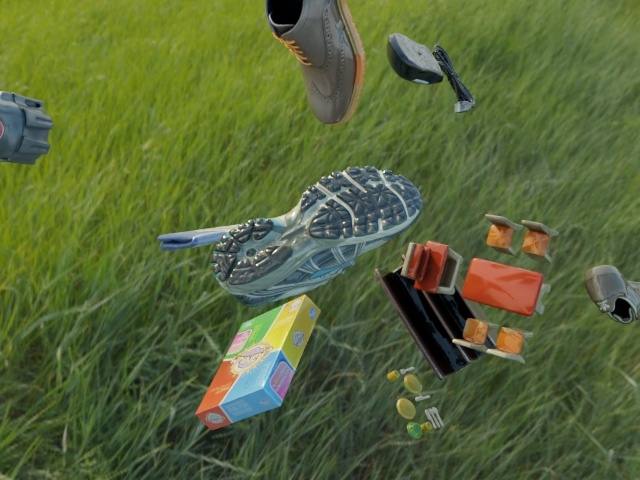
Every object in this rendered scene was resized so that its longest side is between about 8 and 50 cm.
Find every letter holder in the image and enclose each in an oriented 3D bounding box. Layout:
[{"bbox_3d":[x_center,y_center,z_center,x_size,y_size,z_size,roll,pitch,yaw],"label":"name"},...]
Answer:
[{"bbox_3d":[0.281,0.162,1.776,0.302,0.152,0.214,59,15,14],"label":"letter holder"}]

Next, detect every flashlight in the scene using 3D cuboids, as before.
[{"bbox_3d":[-0.481,-0.149,0.954,0.103,0.103,0.304,57,17,15],"label":"flashlight"}]

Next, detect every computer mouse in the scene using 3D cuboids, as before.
[{"bbox_3d":[0.227,-0.339,1.568,0.262,0.060,0.184,-9,66,-55],"label":"computer mouse"}]

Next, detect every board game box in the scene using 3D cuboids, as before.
[{"bbox_3d":[-0.147,0.294,1.810,0.064,0.242,0.317,48,37,-19],"label":"board game box"}]

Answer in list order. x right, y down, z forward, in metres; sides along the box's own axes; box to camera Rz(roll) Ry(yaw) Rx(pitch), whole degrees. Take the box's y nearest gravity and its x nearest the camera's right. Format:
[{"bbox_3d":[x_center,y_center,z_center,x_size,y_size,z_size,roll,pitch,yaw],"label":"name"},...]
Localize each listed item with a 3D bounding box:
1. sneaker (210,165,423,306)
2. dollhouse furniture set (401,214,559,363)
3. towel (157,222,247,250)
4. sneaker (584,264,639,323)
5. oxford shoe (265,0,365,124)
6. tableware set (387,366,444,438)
[{"bbox_3d":[0.000,0.000,0.970,0.282,0.122,0.110,-22,58,-3],"label":"sneaker"},{"bbox_3d":[0.301,0.077,1.430,0.259,0.262,0.135,13,-4,40],"label":"dollhouse furniture set"},{"bbox_3d":[-0.129,-0.013,1.333,0.284,0.209,0.034,-9,94,-29],"label":"towel"},{"bbox_3d":[0.452,0.097,1.103,0.188,0.066,0.071,21,55,-36],"label":"sneaker"},{"bbox_3d":[-0.023,-0.319,1.128,0.132,0.364,0.130,-38,48,-27],"label":"oxford shoe"},{"bbox_3d":[0.194,0.349,1.597,0.104,0.024,0.154,-5,58,-40],"label":"tableware set"}]
